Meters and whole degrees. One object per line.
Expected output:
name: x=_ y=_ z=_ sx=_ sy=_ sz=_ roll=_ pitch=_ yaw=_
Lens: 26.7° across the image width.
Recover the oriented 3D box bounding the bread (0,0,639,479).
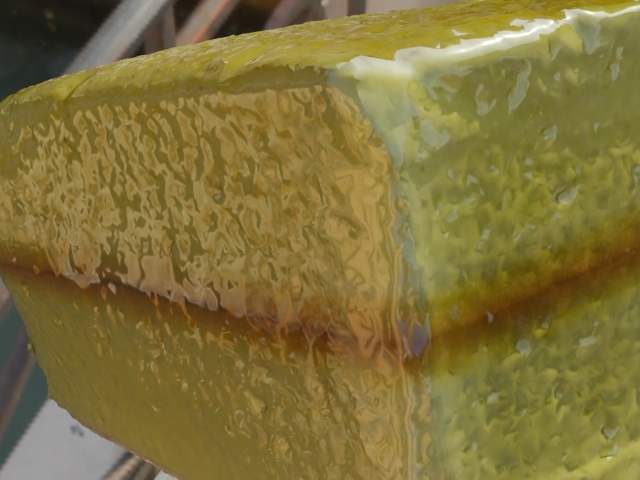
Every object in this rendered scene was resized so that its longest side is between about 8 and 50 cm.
bread: x=0.000 y=0.000 z=0.674 sx=0.245 sy=0.233 sz=0.361 roll=-20 pitch=19 yaw=-35

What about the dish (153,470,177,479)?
dish: x=-0.051 y=0.284 z=1.370 sx=0.273 sy=0.134 sz=0.273 roll=8 pitch=44 yaw=-8
